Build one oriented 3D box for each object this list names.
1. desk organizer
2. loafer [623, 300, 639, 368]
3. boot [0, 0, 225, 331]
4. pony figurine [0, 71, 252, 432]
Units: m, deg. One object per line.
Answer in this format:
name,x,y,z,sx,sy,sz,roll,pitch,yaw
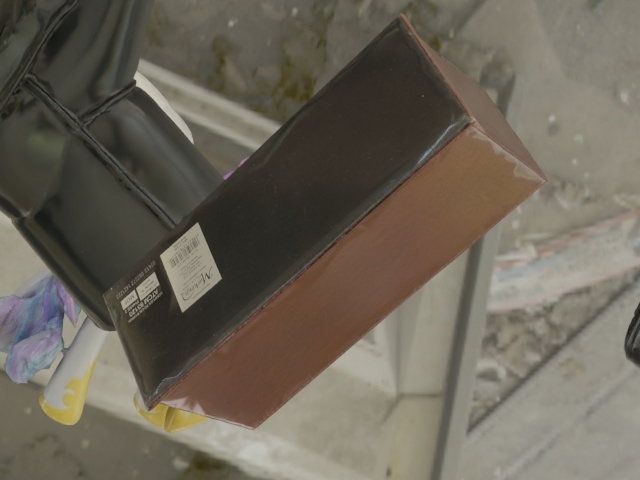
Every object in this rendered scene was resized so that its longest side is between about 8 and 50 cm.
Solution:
desk organizer,0.000,0.000,0.371,0.130,0.047,0.050,-42,142,18
loafer,0.245,-0.009,0.628,0.078,0.076,0.223,43,108,16
boot,-0.121,-0.089,0.765,0.094,0.246,0.207,11,152,43
pony figurine,-0.152,0.004,1.136,0.351,0.303,0.363,33,110,-26
